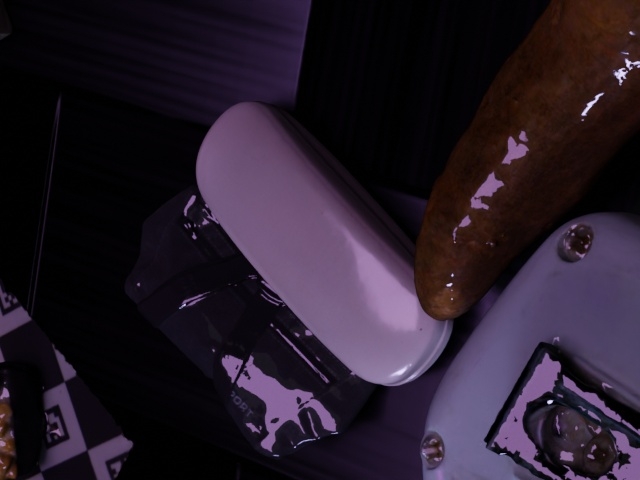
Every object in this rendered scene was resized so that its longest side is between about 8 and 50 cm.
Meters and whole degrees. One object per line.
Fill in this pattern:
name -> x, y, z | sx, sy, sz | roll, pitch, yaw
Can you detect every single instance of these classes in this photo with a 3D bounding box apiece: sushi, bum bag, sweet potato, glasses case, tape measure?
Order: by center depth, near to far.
tape measure -> 0.166, 0.125, 0.984 | 0.246, 0.125, 0.243 | 32, 104, 31
sweet potato -> 0.135, -0.074, 1.025 | 0.097, 0.097, 0.292 | 47, 127, 24
glasses case -> 0.000, 0.000, 1.155 | 0.204, 0.051, 0.081 | 50, 117, 23
bum bag -> -0.048, 0.054, 1.201 | 0.087, 0.049, 0.198 | -46, 65, 4
sushi -> -0.284, 0.164, 1.384 | 0.264, 0.050, 0.290 | 48, 120, 24

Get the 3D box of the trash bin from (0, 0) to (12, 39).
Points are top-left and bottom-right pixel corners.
trash bin -> -0.268, -0.142, 1.338 | 0.092, 0.061, 0.043 | -27, 78, 37
